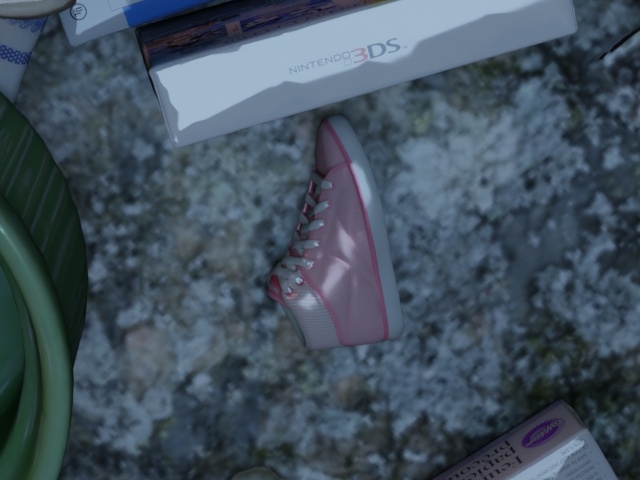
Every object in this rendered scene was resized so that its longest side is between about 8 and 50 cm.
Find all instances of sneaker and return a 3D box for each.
[{"bbox_3d":[0.000,0.000,1.071,0.070,0.051,0.134,-14,106,-10],"label":"sneaker"}]

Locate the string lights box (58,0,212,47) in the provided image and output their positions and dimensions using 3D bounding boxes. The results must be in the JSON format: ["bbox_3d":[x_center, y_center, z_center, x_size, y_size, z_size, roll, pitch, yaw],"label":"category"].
[{"bbox_3d":[-0.031,-0.207,1.017,0.259,0.077,0.133,-18,102,-4],"label":"string lights box"}]

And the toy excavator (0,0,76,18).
[{"bbox_3d":[0.008,-0.330,0.848,0.432,0.222,0.445,-4,95,-6],"label":"toy excavator"}]

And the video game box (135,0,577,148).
[{"bbox_3d":[0.011,-0.108,0.984,0.205,0.187,0.048,-16,102,-3],"label":"video game box"}]

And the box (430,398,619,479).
[{"bbox_3d":[0.026,0.209,1.106,0.324,0.063,0.067,-33,104,0],"label":"box"}]

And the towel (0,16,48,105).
[{"bbox_3d":[-0.239,-0.142,0.978,0.209,0.034,0.285,22,115,-4],"label":"towel"}]

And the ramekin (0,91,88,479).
[{"bbox_3d":[-0.261,0.034,0.960,0.303,0.148,0.303,2,115,3],"label":"ramekin"}]
